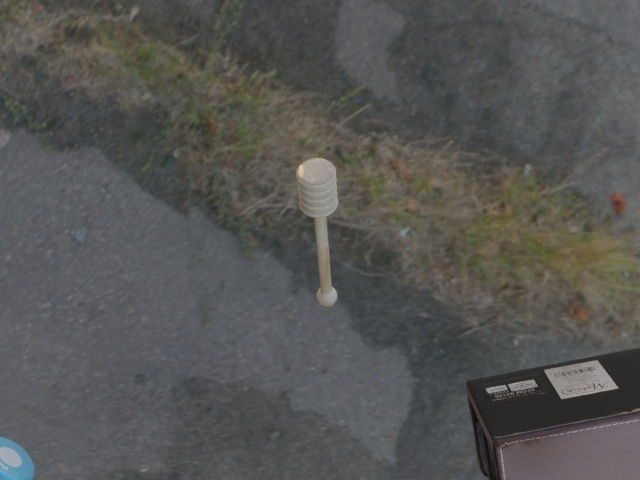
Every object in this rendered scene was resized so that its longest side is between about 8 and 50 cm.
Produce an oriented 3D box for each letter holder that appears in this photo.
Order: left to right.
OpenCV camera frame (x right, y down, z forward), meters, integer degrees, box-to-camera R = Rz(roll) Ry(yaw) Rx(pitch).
[{"bbox_3d":[0.324,0.240,1.102,0.302,0.152,0.214,-11,105,0],"label":"letter holder"}]

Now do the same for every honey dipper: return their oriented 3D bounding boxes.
[{"bbox_3d":[0.000,0.000,0.847,0.030,0.160,0.030,-1,51,2],"label":"honey dipper"}]

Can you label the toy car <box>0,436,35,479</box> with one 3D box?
[{"bbox_3d":[-0.391,0.357,1.099,0.210,0.238,0.219,44,105,9],"label":"toy car"}]
